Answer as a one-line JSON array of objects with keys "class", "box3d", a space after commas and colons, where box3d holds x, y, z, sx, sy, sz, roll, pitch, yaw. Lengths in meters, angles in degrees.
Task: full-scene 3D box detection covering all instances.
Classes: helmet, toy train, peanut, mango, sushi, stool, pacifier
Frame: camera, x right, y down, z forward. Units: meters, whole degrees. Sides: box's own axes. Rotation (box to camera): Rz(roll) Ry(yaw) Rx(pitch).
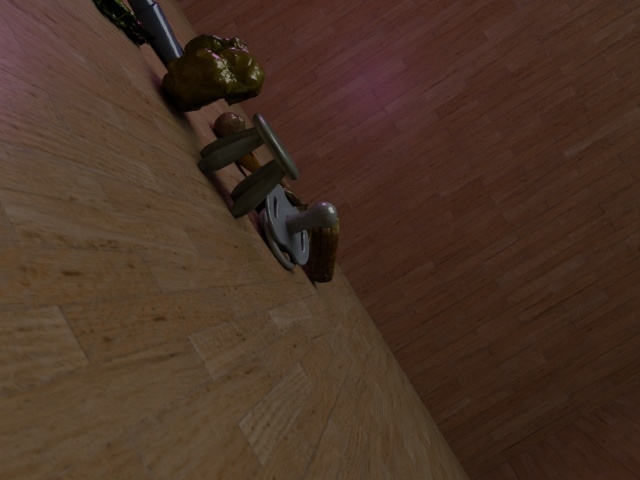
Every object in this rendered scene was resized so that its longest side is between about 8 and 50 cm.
[{"class": "helmet", "box3d": [-0.168, -0.144, 1.951, 0.175, 0.106, 0.155, 51, -2, -38]}, {"class": "toy train", "box3d": [-0.501, -0.572, 1.561, 0.085, 0.053, 0.249, 53, 3, 8]}, {"class": "peanut", "box3d": [-0.315, -0.400, 2.127, 0.228, 0.104, 0.086, -64, 129, -83]}, {"class": "mango", "box3d": [-0.261, -0.289, 2.141, 0.187, 0.066, 0.101, 47, -1, -32]}, {"class": "sushi", "box3d": [-0.120, -0.114, 2.127, 0.291, 0.139, 0.131, 58, -4, 24]}, {"class": "stool", "box3d": [-0.181, -0.192, 1.562, 0.195, 0.198, 0.195, 54, 4, -22]}, {"class": "pacifier", "box3d": [-0.057, -0.048, 1.815, 0.287, 0.225, 0.238, 52, 26, -45]}]

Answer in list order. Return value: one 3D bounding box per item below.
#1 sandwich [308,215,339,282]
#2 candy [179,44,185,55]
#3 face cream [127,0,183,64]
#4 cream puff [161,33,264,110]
[{"class": "sandwich", "box3d": [0.005, 0.000, 2.249, 0.288, 0.099, 0.254, -109, -160, -77]}, {"class": "candy", "box3d": [-0.510, -0.662, 2.064, 0.292, 0.059, 0.086, 56, 1, -29]}, {"class": "face cream", "box3d": [-0.491, -0.628, 1.910, 0.385, 0.086, 0.135, 61, 2, -29]}, {"class": "cream puff", "box3d": [-0.293, -0.453, 1.637, 0.282, 0.281, 0.185, -94, 170, -81]}]
